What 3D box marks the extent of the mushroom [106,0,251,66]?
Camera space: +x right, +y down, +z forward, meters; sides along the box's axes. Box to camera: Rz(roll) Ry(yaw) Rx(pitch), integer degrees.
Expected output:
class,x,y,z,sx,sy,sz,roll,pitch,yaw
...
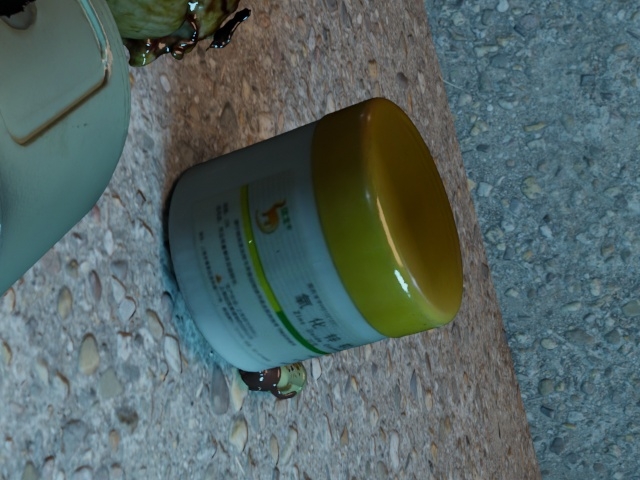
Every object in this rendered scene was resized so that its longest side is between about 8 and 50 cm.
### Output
class,x,y,z,sx,sy,sz,roll,pitch,yaw
mushroom,-0.155,-0.281,0.843,0.263,0.195,0.283,-134,-156,-58

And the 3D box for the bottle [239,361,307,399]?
class,x,y,z,sx,sy,sz,roll,pitch,yaw
bottle,-0.054,0.152,1.158,0.047,0.063,0.101,-63,152,0

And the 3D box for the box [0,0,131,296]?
class,x,y,z,sx,sy,sz,roll,pitch,yaw
box,-0.229,-0.068,0.531,0.149,0.226,0.226,-61,138,-58

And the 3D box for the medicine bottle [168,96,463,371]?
class,x,y,z,sx,sy,sz,roll,pitch,yaw
medicine bottle,0.000,0.000,1.059,0.238,0.232,0.238,48,33,-44
